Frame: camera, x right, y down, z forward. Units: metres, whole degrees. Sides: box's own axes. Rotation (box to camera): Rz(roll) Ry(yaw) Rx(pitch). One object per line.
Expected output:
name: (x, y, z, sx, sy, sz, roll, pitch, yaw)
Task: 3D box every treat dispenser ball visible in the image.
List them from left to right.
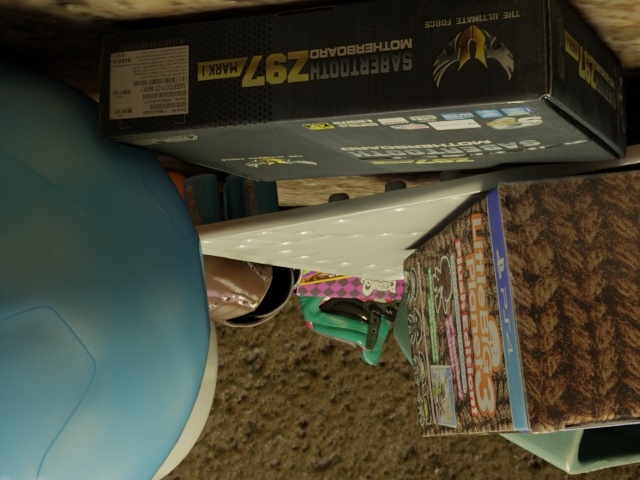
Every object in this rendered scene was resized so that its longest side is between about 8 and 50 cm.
treat dispenser ball: (-0.205, 0.041, 0.690, 0.288, 0.288, 0.288, 1, 175, 0)

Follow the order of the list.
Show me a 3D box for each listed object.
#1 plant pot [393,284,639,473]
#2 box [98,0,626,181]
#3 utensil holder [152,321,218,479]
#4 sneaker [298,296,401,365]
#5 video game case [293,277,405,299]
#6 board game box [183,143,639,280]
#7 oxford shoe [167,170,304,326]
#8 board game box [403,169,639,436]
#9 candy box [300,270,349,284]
plant pot: (0.224, 0.066, 1.259, 0.252, 0.247, 0.247, 19, -173, 36)
box: (0.030, -0.074, 0.658, 0.233, 0.059, 0.183, -2, 175, 23)
utensil holder: (-0.324, 0.116, 1.188, 0.328, 0.327, 0.385, -2, 178, 29)
sneaker: (0.105, 0.105, 1.942, 0.296, 0.178, 0.124, 0, 175, 2)
video game case: (0.034, 0.036, 1.671, 0.232, 0.041, 0.210, 3, -169, -25)
board game box: (0.153, -0.031, 0.919, 0.390, 0.050, 0.390, -10, 170, 24)
oxford shoe: (-0.087, 0.028, 1.110, 0.133, 0.130, 0.364, 31, -177, 3)
board game box: (0.199, 0.049, 0.832, 0.232, 0.141, 0.291, -5, 171, -9)
candy box: (-0.018, 0.015, 1.407, 0.206, 0.027, 0.105, -9, 146, -3)
